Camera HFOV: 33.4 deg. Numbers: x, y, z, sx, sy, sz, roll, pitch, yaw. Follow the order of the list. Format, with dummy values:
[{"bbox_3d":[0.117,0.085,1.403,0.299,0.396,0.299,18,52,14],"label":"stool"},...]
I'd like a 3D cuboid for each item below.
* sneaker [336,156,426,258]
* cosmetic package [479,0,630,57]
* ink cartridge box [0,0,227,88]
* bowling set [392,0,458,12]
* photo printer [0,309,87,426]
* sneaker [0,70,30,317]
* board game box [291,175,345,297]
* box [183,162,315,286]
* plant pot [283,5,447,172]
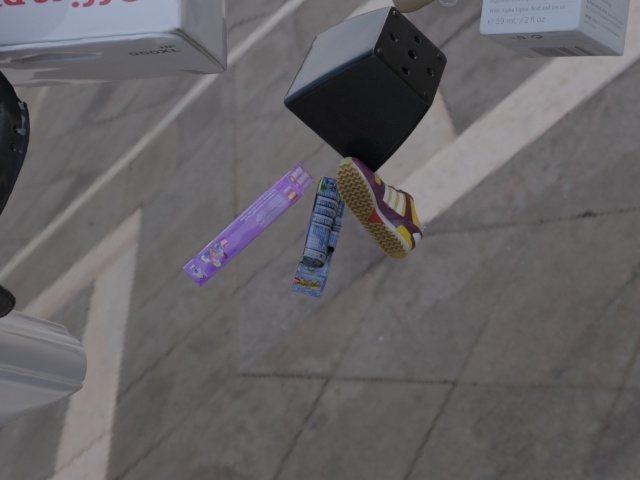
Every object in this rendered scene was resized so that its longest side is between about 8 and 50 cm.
[{"bbox_3d":[0.096,-0.064,1.671,0.069,0.186,0.084,-11,28,48],"label":"sneaker"},{"bbox_3d":[0.326,-0.355,1.452,0.151,0.151,0.184,5,88,39],"label":"cosmetic package"},{"bbox_3d":[-0.249,-0.360,1.051,0.285,0.166,0.395,-3,84,12],"label":"ink cartridge box"},{"bbox_3d":[0.095,-0.398,1.223,0.154,0.287,0.200,-19,12,25],"label":"bowling set"},{"bbox_3d":[-0.464,0.166,1.296,0.256,0.307,0.107,-22,72,9],"label":"photo printer"},{"bbox_3d":[-0.366,-0.128,0.929,0.185,0.483,0.202,14,20,40],"label":"sneaker"},{"bbox_3d":[0.000,0.000,1.914,0.194,0.060,0.194,121,162,-81],"label":"board game box"},{"bbox_3d":[-0.145,-0.037,2.229,0.293,0.057,0.201,-41,5,12],"label":"box"},{"bbox_3d":[0.087,-0.248,1.652,0.167,0.187,0.188,-31,27,42],"label":"plant pot"}]
